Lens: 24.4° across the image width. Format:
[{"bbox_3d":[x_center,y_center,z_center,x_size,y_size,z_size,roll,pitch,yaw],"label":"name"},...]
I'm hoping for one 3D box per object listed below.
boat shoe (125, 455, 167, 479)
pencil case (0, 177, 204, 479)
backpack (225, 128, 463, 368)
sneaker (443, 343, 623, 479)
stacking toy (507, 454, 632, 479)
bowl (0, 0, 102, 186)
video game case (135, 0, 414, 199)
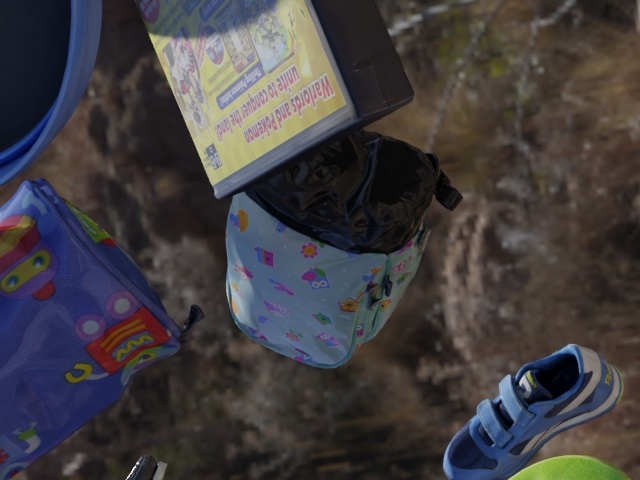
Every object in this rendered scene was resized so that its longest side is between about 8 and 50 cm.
[{"bbox_3d":[-0.227,0.284,1.347,0.079,0.233,0.084,40,-179,-5],"label":"boat shoe"},{"bbox_3d":[-0.210,0.105,0.790,0.119,0.306,0.133,44,174,24],"label":"pencil case"},{"bbox_3d":[0.000,0.000,1.009,0.115,0.152,0.182,-49,-19,-30],"label":"backpack"},{"bbox_3d":[0.143,0.121,1.053,0.059,0.144,0.053,45,-170,-48],"label":"sneaker"},{"bbox_3d":[0.232,0.219,0.818,0.130,0.309,0.279,42,-166,-34],"label":"stacking toy"},{"bbox_3d":[-0.374,-0.226,1.349,0.077,0.391,0.391,-34,-65,-64],"label":"bowl"},{"bbox_3d":[-0.056,-0.156,0.755,0.248,0.035,0.275,68,162,-1],"label":"video game case"}]
